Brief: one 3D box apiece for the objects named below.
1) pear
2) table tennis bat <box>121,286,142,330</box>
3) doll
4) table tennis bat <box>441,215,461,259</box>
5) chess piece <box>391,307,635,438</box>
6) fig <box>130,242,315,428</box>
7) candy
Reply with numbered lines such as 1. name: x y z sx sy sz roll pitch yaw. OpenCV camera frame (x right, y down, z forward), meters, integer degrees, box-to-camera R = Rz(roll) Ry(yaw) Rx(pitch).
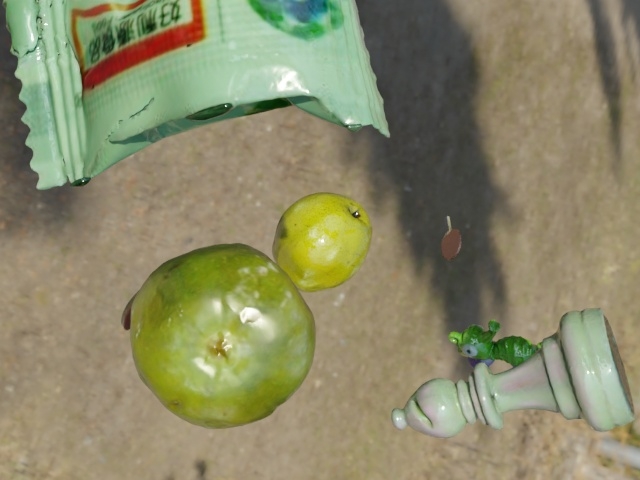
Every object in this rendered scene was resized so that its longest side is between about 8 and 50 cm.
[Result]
1. pear: -0.001 -0.001 2.107 0.198 0.198 0.198 -36 134 -50
2. table tennis bat: -0.228 0.090 1.562 0.131 0.022 0.234 -36 168 -26
3. doll: 0.276 0.157 1.599 0.115 0.190 0.050 64 41 -56
4. table tennis bat: 0.213 -0.005 1.822 0.007 0.050 0.083 17 48 -26
5. chess piece: 0.209 0.174 1.267 0.139 0.272 0.139 -17 90 -75
6. fig: -0.119 0.128 1.383 0.314 0.233 0.233 94 20 -71
7. candy: -0.145 -0.201 1.155 0.172 0.398 0.262 30 54 -66
